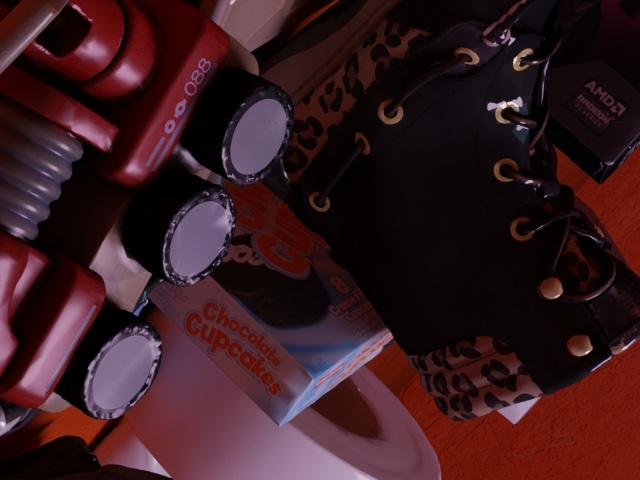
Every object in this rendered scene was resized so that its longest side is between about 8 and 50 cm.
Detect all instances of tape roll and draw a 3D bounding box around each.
[{"bbox_3d":[-0.035,0.150,1.298,0.100,0.286,0.286,-51,167,12],"label":"tape roll"}]

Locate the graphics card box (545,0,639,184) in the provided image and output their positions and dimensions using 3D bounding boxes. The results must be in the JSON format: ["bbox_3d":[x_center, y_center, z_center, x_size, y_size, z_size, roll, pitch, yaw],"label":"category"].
[{"bbox_3d":[0.239,-0.251,1.094,0.371,0.233,0.094,-46,172,0],"label":"graphics card box"}]

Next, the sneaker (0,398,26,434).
[{"bbox_3d":[-0.282,0.100,0.788,0.162,0.106,0.281,-43,160,11],"label":"sneaker"}]

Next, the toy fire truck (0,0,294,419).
[{"bbox_3d":[-0.136,-0.037,0.731,0.217,0.158,0.246,-60,147,-4],"label":"toy fire truck"}]

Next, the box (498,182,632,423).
[{"bbox_3d":[0.219,0.033,1.820,0.215,0.168,0.345,-50,-172,12],"label":"box"}]

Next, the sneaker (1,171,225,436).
[{"bbox_3d":[-0.150,0.010,0.970,0.267,0.101,0.106,-44,-178,24],"label":"sneaker"}]

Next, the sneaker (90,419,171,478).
[{"bbox_3d":[-0.226,0.264,1.500,0.095,0.090,0.235,-8,139,-57],"label":"sneaker"}]

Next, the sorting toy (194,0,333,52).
[{"bbox_3d":[-0.010,-0.190,0.916,0.208,0.038,0.193,-43,168,-39],"label":"sorting toy"}]

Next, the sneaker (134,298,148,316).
[{"bbox_3d":[-0.150,0.059,1.151,0.073,0.063,0.162,-50,168,-2],"label":"sneaker"}]

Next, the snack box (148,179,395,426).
[{"bbox_3d":[0.000,0.000,1.177,0.322,0.187,0.060,-31,160,-53],"label":"snack box"}]

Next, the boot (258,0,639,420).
[{"bbox_3d":[0.127,-0.059,0.983,0.377,0.284,0.138,-31,-175,35],"label":"boot"}]

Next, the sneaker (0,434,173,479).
[{"bbox_3d":[-0.182,0.208,1.265,0.228,0.087,0.130,-7,-165,22],"label":"sneaker"}]
